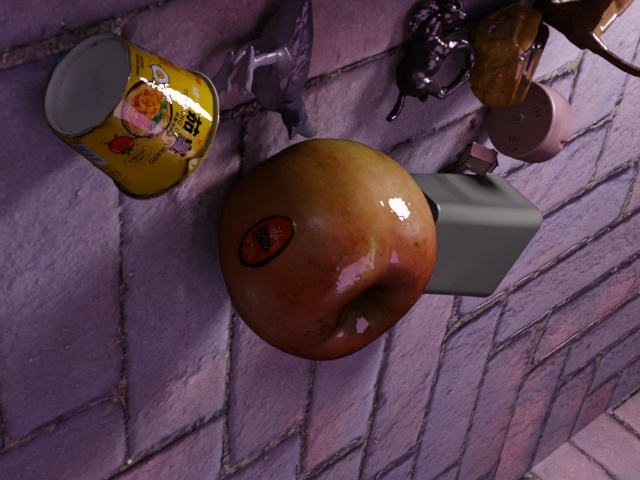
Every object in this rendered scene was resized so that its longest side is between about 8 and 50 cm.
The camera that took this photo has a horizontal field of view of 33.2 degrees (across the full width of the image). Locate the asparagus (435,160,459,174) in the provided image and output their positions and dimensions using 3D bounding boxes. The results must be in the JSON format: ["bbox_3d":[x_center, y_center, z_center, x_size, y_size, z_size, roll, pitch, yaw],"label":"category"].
[{"bbox_3d":[0.247,-0.136,2.079,0.114,0.014,0.015,-30,127,-28],"label":"asparagus"}]

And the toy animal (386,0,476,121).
[{"bbox_3d":[0.177,-0.302,1.774,0.148,0.084,0.232,7,119,-41],"label":"toy animal"}]

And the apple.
[{"bbox_3d":[0.000,0.000,1.648,0.339,0.305,0.338,-25,149,-16],"label":"apple"}]

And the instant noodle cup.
[{"bbox_3d":[-0.236,-0.158,1.303,0.182,0.182,0.144,-53,140,4],"label":"instant noodle cup"}]

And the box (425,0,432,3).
[{"bbox_3d":[0.160,-0.470,1.452,0.231,0.155,0.149,-44,149,11],"label":"box"}]

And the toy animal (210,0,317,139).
[{"bbox_3d":[-0.064,-0.261,1.486,0.206,0.081,0.367,-37,145,-38],"label":"toy animal"}]

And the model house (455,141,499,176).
[{"bbox_3d":[0.311,-0.160,2.065,0.083,0.057,0.058,18,124,-19],"label":"model house"}]

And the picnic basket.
[{"bbox_3d":[0.557,-0.426,1.819,0.293,0.337,0.337,-49,149,-2],"label":"picnic basket"}]

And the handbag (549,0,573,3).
[{"bbox_3d":[0.384,-0.505,1.566,0.263,0.241,0.222,-16,150,-28],"label":"handbag"}]

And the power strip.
[{"bbox_3d":[0.395,-0.226,2.040,0.078,0.154,0.154,7,117,-47],"label":"power strip"}]

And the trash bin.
[{"bbox_3d":[0.233,-0.013,2.054,0.343,0.158,0.223,2,127,-48],"label":"trash bin"}]

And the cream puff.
[{"bbox_3d":[0.315,-0.321,1.855,0.189,0.129,0.189,19,90,-81],"label":"cream puff"}]
